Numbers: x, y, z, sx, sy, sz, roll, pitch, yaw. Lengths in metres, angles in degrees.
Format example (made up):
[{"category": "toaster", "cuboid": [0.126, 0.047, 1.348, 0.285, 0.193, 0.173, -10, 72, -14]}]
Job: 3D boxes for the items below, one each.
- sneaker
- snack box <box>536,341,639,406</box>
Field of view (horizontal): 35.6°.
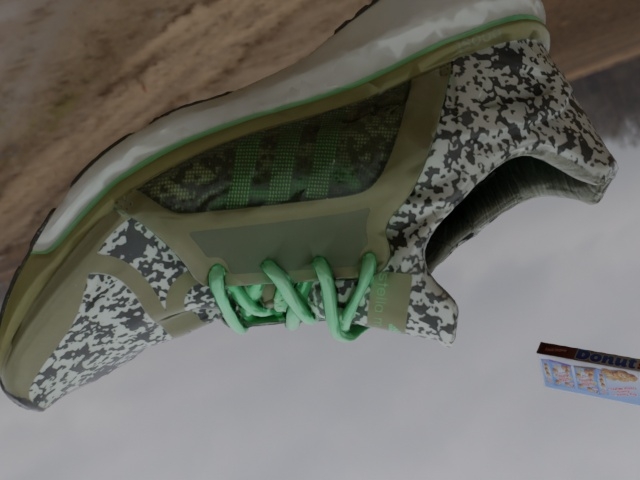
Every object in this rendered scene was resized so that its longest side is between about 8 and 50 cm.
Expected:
[{"category": "sneaker", "cuboid": [0.000, 0.000, 0.587, 0.410, 0.182, 0.158, -34, 158, -3]}, {"category": "snack box", "cuboid": [0.340, 0.159, 1.146, 0.178, 0.064, 0.022, 8, -133, 32]}]
